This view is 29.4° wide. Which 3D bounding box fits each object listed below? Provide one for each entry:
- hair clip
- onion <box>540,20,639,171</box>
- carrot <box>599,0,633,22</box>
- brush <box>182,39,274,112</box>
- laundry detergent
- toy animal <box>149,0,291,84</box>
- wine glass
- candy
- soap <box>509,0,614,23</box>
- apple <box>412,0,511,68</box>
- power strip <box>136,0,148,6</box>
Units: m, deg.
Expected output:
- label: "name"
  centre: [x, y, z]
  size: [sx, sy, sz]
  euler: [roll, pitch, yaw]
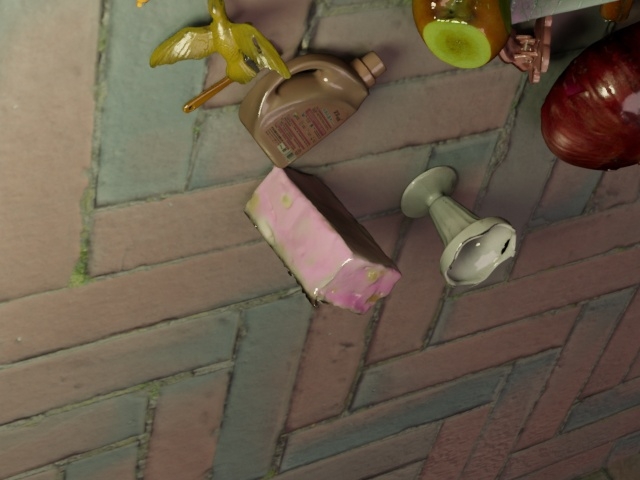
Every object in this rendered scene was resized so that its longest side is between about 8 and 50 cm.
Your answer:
- label: "hair clip"
  centre: [0.373, -0.331, 2.101]
  size: [0.102, 0.123, 0.138]
  euler: [-3, 162, 34]
- label: "onion"
  centre: [0.582, -0.239, 2.230]
  size: [0.347, 0.285, 0.348]
  euler: [-28, 163, -9]
- label: "carrot"
  centre: [0.533, -0.480, 2.096]
  size: [0.067, 0.067, 0.225]
  euler: [-18, 144, -23]
- label: "brush"
  centre: [-0.139, -0.244, 1.854]
  size: [0.170, 0.014, 0.043]
  euler: [-35, 144, 0]
- label: "laundry detergent"
  centre: [-0.013, -0.232, 1.918]
  size: [0.237, 0.076, 0.171]
  euler: [-38, 146, 3]
- label: "toy animal"
  centre: [-0.139, -0.300, 1.735]
  size: [0.219, 0.155, 0.095]
  euler: [-1, -177, 20]
- label: "wine glass"
  centre: [0.255, -0.031, 2.282]
  size: [0.164, 0.196, 0.165]
  euler: [-21, 144, -16]
- label: "candy"
  centre: [0.000, 0.000, 2.043]
  size: [0.155, 0.265, 0.116]
  euler: [16, 117, -49]
- label: "soap"
  centre: [0.394, -0.448, 1.990]
  size: [0.261, 0.094, 0.150]
  euler: [-16, 142, -26]
- label: "apple"
  centre: [0.215, -0.354, 1.888]
  size: [0.146, 0.163, 0.147]
  euler: [-5, 170, 16]
- label: "power strip"
  centre: [-0.217, -0.384, 1.605]
  size: [0.049, 0.028, 0.178]
  euler: [-8, 137, -34]
